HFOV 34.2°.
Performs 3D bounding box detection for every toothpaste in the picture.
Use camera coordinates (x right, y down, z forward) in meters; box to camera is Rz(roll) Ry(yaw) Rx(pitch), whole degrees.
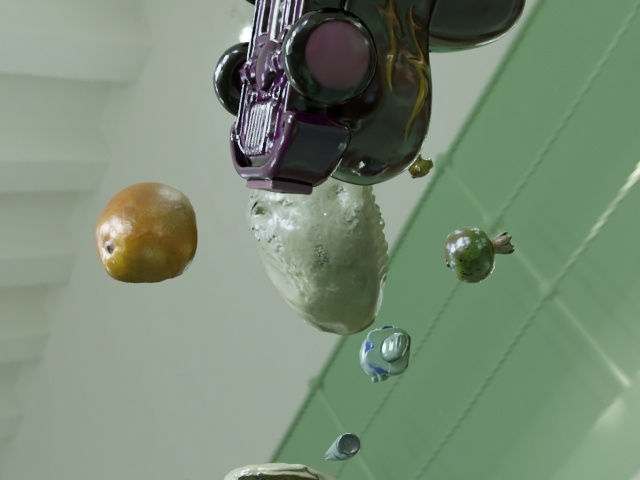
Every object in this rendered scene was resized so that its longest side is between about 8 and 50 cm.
[{"bbox_3d":[0.040,0.350,1.745,0.062,0.039,0.239,-10,-14,-5],"label":"toothpaste"}]

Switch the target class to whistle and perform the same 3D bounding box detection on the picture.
[{"bbox_3d":[0.128,0.220,2.048,0.092,0.110,0.244,11,-15,-5],"label":"whistle"}]

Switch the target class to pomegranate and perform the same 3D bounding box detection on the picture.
[{"bbox_3d":[0.313,0.021,2.057,0.142,0.114,0.114,-20,-37,-7],"label":"pomegranate"}]

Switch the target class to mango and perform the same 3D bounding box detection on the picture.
[{"bbox_3d":[-0.234,-0.020,1.465,0.217,0.141,0.102,-59,-15,-64],"label":"mango"}]

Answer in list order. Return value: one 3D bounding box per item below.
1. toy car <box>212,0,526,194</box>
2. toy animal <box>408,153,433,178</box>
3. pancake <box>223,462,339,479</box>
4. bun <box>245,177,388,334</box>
[{"bbox_3d":[0.051,-0.199,0.959,0.240,0.271,0.340,10,-89,-21],"label":"toy car"},{"bbox_3d":[0.147,-0.189,1.700,0.073,0.136,0.181,0,-13,7],"label":"toy animal"},{"bbox_3d":[-0.051,0.495,1.978,0.282,0.049,0.282,6,-37,5],"label":"pancake"},{"bbox_3d":[0.000,0.000,1.790,0.235,0.326,0.362,-12,-57,-2],"label":"bun"}]
